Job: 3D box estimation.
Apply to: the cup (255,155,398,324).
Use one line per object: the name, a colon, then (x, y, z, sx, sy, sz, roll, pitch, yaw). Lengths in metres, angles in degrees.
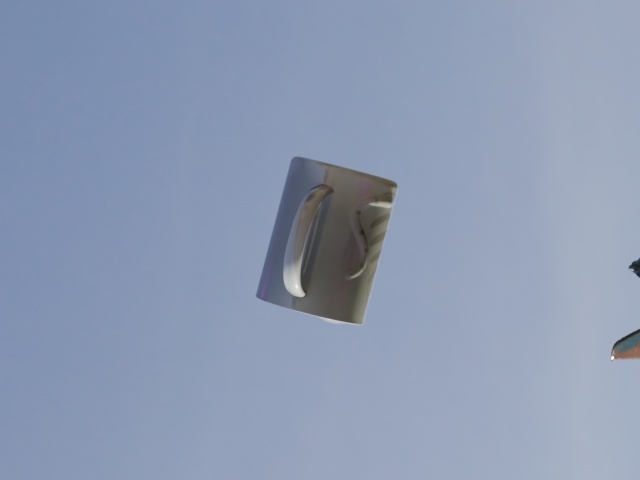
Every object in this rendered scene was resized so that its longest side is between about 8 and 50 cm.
cup: (0.010, 0.003, 1.687, 0.099, 0.136, 0.133, 15, -89, -12)

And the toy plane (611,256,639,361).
toy plane: (0.343, -0.026, 1.393, 0.223, 0.326, 0.104, 20, -163, -38)
